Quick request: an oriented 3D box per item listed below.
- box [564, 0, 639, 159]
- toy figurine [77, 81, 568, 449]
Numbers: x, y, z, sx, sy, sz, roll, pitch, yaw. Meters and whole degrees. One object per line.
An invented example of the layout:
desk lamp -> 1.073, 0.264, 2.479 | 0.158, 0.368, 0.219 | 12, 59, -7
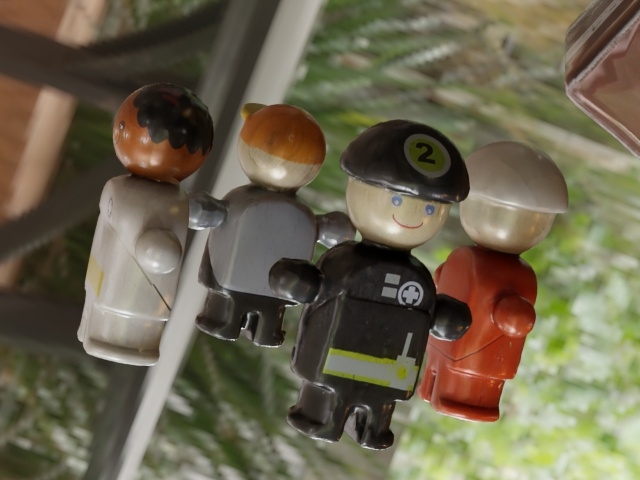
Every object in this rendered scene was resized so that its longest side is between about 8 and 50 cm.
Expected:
box -> 0.298, -0.016, 0.774 | 0.191, 0.381, 0.143 | -47, -173, 16
toy figurine -> 0.000, 0.000, 0.949 | 0.213, 0.209, 0.148 | -1, 106, -61
